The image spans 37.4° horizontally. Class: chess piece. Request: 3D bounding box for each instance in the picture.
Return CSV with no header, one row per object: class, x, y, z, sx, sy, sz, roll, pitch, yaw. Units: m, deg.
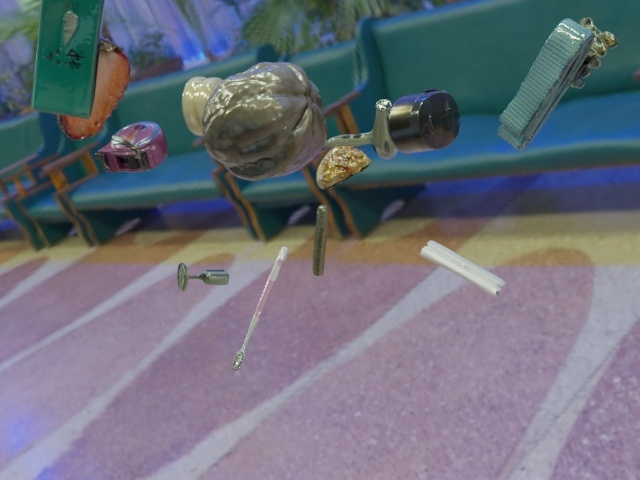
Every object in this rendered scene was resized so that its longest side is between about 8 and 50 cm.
chess piece,-0.202,-0.357,2.518,0.299,0.167,0.167,4,30,22

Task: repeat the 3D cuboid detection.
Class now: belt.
belt,0.298,-0.203,1.230,0.100,0.065,0.179,-17,-36,-52

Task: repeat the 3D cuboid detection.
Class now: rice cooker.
rice cooker,0.190,-0.219,1.744,0.106,0.112,0.165,-6,12,28

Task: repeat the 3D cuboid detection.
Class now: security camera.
security camera,-0.218,0.067,1.773,0.092,0.058,0.058,-2,12,-22

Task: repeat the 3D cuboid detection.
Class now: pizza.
pizza,0.053,-0.177,2.147,0.131,0.041,0.178,4,43,42

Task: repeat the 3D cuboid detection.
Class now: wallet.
wallet,0.199,0.040,1.322,0.122,0.025,0.061,31,17,13

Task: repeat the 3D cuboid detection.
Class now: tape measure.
tape measure,-0.371,-0.186,1.899,0.125,0.074,0.118,8,41,23

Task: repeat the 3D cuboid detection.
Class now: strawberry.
strawberry,-0.534,-0.349,2.103,0.190,0.236,0.111,3,23,-44

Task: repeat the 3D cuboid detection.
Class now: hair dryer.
hair dryer,0.075,-0.231,1.938,0.199,0.167,0.067,3,57,-7

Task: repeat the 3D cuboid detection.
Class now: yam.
yam,0.000,0.000,1.479,0.021,0.116,0.021,3,19,-1

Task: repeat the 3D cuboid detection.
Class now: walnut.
walnut,-0.099,-0.203,1.637,0.224,0.224,0.224,-21,20,8

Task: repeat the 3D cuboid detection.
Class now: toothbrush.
toothbrush,-0.128,0.144,2.015,0.025,0.020,0.286,97,-165,-79

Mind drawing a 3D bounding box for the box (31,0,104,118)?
box,-0.383,-0.325,1.457,0.092,0.245,0.153,7,17,-14
